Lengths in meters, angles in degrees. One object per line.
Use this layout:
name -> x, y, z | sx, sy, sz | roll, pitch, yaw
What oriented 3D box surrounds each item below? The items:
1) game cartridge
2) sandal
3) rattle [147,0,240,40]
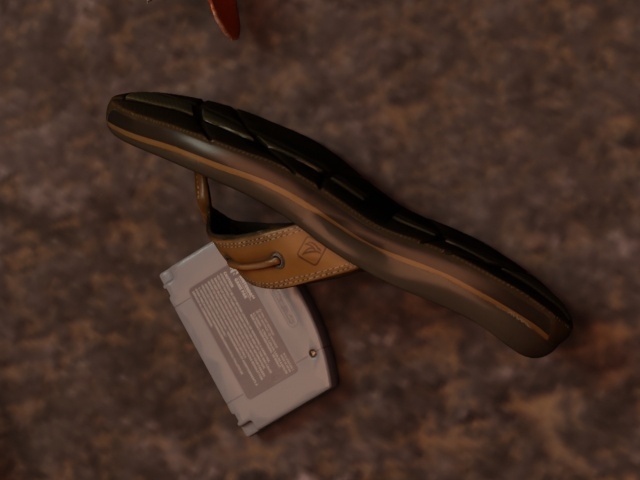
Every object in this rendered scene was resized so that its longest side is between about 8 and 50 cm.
game cartridge -> -0.029, 0.037, 0.876 | 0.056, 0.017, 0.083 | -31, 82, 19
sandal -> 0.000, 0.000, 0.836 | 0.219, 0.090, 0.060 | 29, 103, 7
rattle -> -0.043, -0.208, 0.849 | 0.143, 0.130, 0.200 | 41, 129, 23
